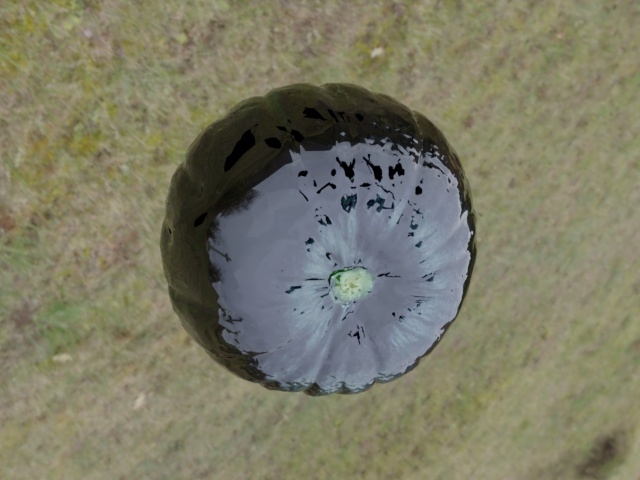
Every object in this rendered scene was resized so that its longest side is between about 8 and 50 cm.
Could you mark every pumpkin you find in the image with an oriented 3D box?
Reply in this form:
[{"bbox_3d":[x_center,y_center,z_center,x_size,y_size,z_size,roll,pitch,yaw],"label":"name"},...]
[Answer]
[{"bbox_3d":[0.000,0.000,0.604,0.201,0.140,0.202,-7,117,-14],"label":"pumpkin"}]
